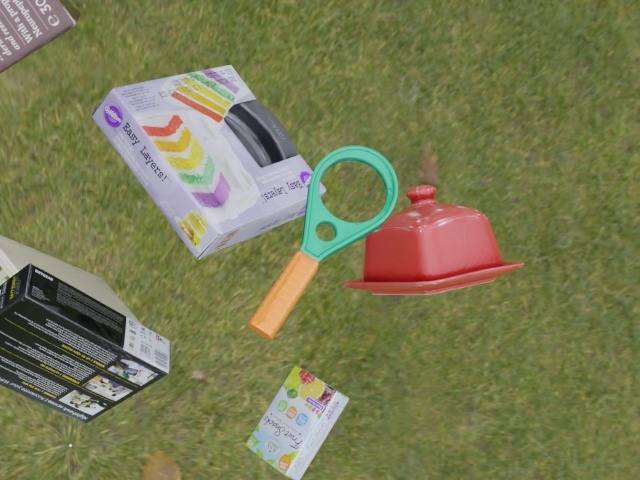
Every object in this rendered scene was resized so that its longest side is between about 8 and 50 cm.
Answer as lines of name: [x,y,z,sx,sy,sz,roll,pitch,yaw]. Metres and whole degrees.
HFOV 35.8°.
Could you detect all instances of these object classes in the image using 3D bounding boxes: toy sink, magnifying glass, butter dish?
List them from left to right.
toy sink: [-0.374,0.111,1.344,0.153,0.234,0.131,41,94,34]
magnifying glass: [0.000,0.000,1.011,0.092,0.026,0.231,33,68,3]
butter dish: [0.121,-0.004,1.121,0.159,0.160,0.118,-8,92,-35]

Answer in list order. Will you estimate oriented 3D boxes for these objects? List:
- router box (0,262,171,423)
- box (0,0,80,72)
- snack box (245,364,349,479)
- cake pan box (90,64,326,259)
router box: [-0.259,0.108,0.984,0.179,0.133,0.046,37,33,-36]
box: [-0.468,-0.213,1.040,0.381,0.143,0.191,-33,112,0]
snack box: [-0.035,0.267,1.453,0.037,0.100,0.141,39,80,-43]
cake pan box: [-0.143,-0.117,1.360,0.246,0.070,0.267,55,36,8]
